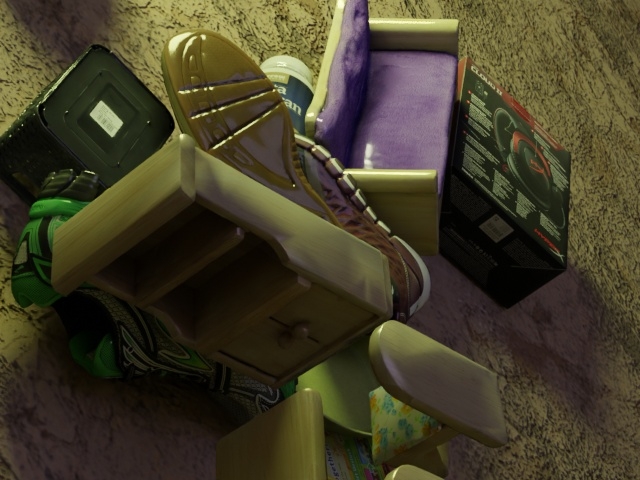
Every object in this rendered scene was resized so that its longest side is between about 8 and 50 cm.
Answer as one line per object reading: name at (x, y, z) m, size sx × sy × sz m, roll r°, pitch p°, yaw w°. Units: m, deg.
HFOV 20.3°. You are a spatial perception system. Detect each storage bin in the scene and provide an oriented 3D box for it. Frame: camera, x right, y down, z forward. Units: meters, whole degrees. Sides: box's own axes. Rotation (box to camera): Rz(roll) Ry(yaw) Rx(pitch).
storage bin at (-0.235, -0.101, 1.785) m, size 0.122 × 0.084 × 0.180 m, roll 46°, pitch 31°, yaw -12°

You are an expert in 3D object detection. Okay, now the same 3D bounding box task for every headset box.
headset box at (0.220, -0.088, 2.358) m, size 0.218 × 0.110 × 0.293 m, roll 40°, pitch 33°, yaw -21°

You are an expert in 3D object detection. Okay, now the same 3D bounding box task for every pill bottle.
pill bottle at (-0.053, -0.140, 2.058) m, size 0.094 × 0.094 × 0.169 m, roll 40°, pitch 33°, yaw -20°

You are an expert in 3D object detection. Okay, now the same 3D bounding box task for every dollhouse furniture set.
dollhouse furniture set at (-0.070, 0.153, 1.456) m, size 0.256 × 0.362 × 0.394 m, roll 29°, pitch 42°, yaw -34°

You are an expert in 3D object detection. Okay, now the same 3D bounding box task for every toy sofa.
toy sofa at (0.081, -0.153, 2.127) m, size 0.362 × 0.150 × 0.177 m, roll -77°, pitch 167°, yaw -53°

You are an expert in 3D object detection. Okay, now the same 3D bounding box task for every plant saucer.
plant saucer at (-0.007, 0.119, 1.888) m, size 0.241 × 0.037 × 0.241 m, roll 35°, pitch 27°, yaw -21°

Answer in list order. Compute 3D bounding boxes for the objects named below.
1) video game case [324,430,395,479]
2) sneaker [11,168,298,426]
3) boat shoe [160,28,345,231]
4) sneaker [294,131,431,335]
video game case at (0.072, 0.293, 1.856) m, size 0.206 × 0.026 × 0.227 m, roll 14°, pitch 49°, yaw -47°
sneaker at (-0.161, 0.087, 1.686) m, size 0.343 × 0.134 × 0.146 m, roll 41°, pitch 63°, yaw -30°
boat shoe at (-0.079, -0.053, 1.840) m, size 0.123 × 0.123 × 0.342 m, roll -24°, pitch 78°, yaw -38°
sneaker at (0.000, 0.000, 1.915) m, size 0.281 × 0.106 × 0.162 m, roll 40°, pitch 27°, yaw -6°
